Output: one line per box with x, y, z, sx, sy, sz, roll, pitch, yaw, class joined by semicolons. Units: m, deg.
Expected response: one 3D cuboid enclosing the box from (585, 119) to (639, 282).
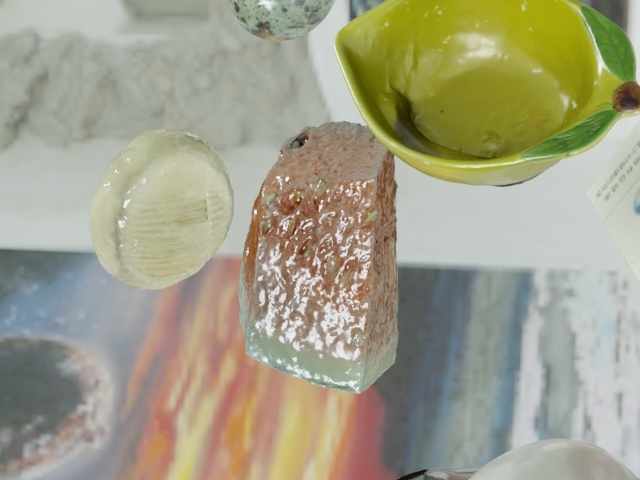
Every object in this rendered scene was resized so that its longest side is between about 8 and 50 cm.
0.437;-0.055;1.942;0.164;0.069;0.256;-56;19;19;box

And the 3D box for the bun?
-0.181;-0.038;1.722;0.111;0.164;0.188;42;140;46;bun

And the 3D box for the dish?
0.109;-0.090;0.980;0.149;0.207;0.080;-63;-25;-20;dish

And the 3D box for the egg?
-0.041;-0.317;1.896;0.172;0.132;0.132;-41;-43;-44;egg

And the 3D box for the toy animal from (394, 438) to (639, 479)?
0.119;0.251;0.906;0.310;0.251;0.251;148;127;-72;toy animal

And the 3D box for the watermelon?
0.000;0.000;1.550;0.140;0.193;0.257;-28;-45;-64;watermelon
